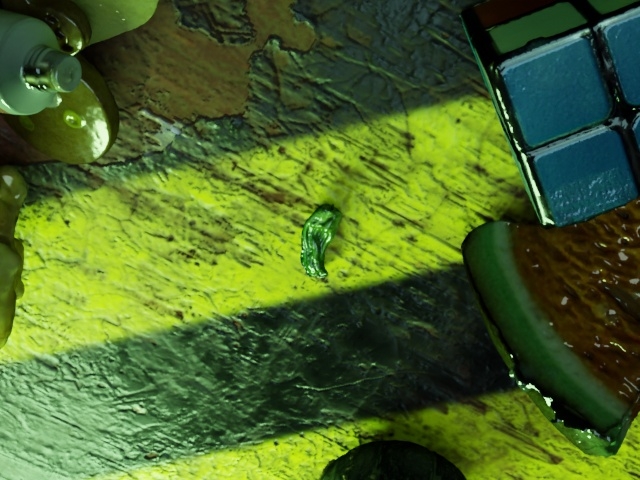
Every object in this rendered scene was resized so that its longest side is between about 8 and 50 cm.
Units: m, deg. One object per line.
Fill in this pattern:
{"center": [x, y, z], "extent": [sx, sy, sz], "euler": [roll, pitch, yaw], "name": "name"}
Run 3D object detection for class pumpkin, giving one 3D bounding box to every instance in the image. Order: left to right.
{"center": [0.080, 0.306, 1.133], "extent": [0.190, 0.146, 0.190], "euler": [-1, 119, -1], "name": "pumpkin"}

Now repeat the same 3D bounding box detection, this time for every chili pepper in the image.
{"center": [-0.001, 0.001, 1.045], "extent": [0.034, 0.030, 0.091], "euler": [-2, 122, -27], "name": "chili pepper"}

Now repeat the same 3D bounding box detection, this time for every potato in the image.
{"center": [-0.191, -0.231, 0.909], "extent": [0.103, 0.066, 0.096], "euler": [-11, 135, -2], "name": "potato"}

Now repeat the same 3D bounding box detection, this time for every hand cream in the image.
{"center": [-0.346, -0.166, 0.879], "extent": [0.341, 0.078, 0.124], "euler": [12, 126, 25], "name": "hand cream"}

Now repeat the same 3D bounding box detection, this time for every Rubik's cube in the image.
{"center": [0.240, -0.140, 0.889], "extent": [0.183, 0.180, 0.167], "euler": [-19, 116, 12], "name": "Rubik's cube"}

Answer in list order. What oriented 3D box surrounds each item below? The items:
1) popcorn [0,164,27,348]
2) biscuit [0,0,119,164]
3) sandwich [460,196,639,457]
{"center": [-0.380, 0.038, 0.983], "extent": [0.254, 0.191, 0.190], "euler": [-32, 139, 20], "name": "popcorn"}
{"center": [-0.267, -0.166, 0.917], "extent": [0.180, 0.039, 0.236], "euler": [-1, 131, 35], "name": "biscuit"}
{"center": [0.303, 0.035, 1.000], "extent": [0.301, 0.250, 0.162], "euler": [-42, 153, 10], "name": "sandwich"}
